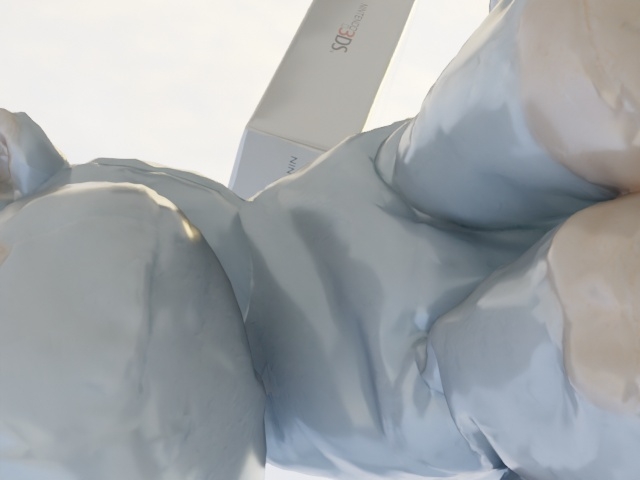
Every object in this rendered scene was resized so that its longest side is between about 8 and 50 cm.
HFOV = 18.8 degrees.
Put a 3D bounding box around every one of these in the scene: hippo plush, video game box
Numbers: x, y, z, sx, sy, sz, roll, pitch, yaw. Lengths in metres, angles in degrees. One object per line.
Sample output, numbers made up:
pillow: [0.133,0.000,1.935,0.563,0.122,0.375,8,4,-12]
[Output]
hippo plush: [0.000,0.000,0.591,0.237,0.234,0.294,2,-165,0]
video game box: [-0.013,-0.004,0.812,0.048,0.187,0.205,20,-151,1]
